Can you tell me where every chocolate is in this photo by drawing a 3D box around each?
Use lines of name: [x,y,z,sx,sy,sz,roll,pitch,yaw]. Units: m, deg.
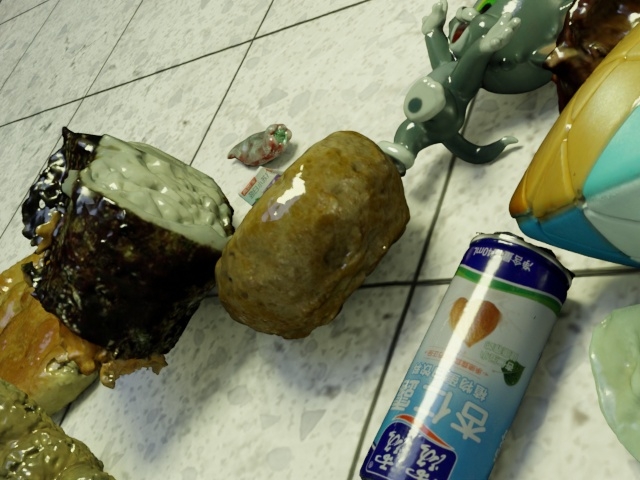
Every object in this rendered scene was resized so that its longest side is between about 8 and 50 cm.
chocolate: [0.279,-0.155,0.731,0.224,0.177,0.206,-51,36,-4]

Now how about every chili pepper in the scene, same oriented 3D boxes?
chili pepper: [-0.078,-0.125,1.183,0.050,0.041,0.153,-43,14,-30]

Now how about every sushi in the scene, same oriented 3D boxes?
sushi: [-0.227,-0.003,1.013,0.207,0.234,0.348,-60,10,13]

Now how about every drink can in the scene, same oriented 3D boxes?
drink can: [0.116,0.113,0.709,0.097,0.097,0.235,6,60,48]

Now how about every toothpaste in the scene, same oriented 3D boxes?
toothpaste: [-0.041,-0.055,0.978,0.047,0.040,0.196,-51,-6,8]

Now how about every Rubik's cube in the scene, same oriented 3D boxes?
Rubik's cube: [0.290,-0.075,0.621,0.254,0.254,0.254,-27,40,25]

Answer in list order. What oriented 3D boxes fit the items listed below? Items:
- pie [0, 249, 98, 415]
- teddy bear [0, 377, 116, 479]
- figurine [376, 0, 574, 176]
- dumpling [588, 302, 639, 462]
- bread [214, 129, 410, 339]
pie: [-0.385,0.120,1.233,0.339,0.083,0.339,-25,40,23]
teddy bear: [-0.341,0.310,0.940,0.267,0.156,0.256,35,77,25]
figurine: [0.169,-0.170,0.896,0.265,0.140,0.193,-61,13,1]
dumpling: [0.269,0.089,0.565,0.219,0.108,0.153,-8,50,44]
bread: [0.000,0.000,0.866,0.230,0.123,0.230,-50,-7,-8]
